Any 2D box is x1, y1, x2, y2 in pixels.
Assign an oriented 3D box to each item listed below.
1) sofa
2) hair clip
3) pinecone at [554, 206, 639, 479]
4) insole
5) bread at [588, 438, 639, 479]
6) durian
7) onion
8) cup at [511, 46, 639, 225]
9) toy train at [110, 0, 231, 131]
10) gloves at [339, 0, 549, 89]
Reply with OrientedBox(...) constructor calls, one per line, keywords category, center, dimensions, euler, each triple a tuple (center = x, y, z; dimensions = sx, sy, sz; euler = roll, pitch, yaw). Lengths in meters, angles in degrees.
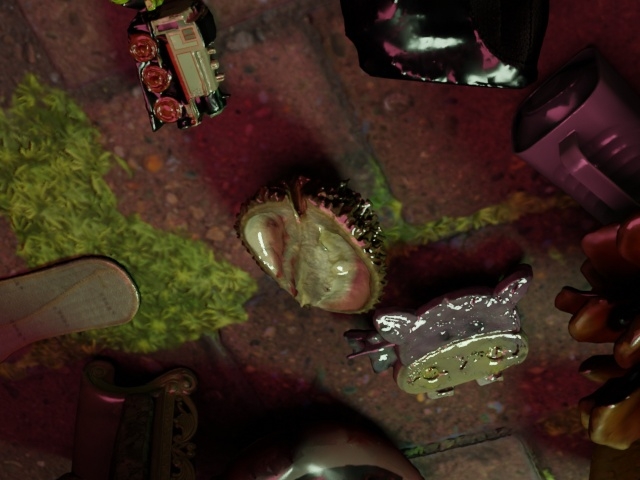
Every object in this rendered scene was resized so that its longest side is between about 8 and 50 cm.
OrientedBox(category="sofa", center=(-0.228, 0.267, 1.116), dimensions=(0.182, 0.258, 0.200), euler=(8, 125, -10))
OrientedBox(category="hair clip", center=(0.116, 0.097, 1.045), dimensions=(0.187, 0.056, 0.146), euler=(-9, 133, 5))
OrientedBox(category="pinecone", center=(0.376, 0.107, 0.796), dimensions=(0.384, 0.384, 0.384), euler=(5, 123, 8))
OrientedBox(category="insole", center=(-0.347, 0.089, 1.171), dimensions=(0.348, 0.009, 0.119), euler=(-16, 117, 20))
OrientedBox(category="bread", center=(0.358, 0.232, 1.043), dimensions=(0.229, 0.139, 0.143), euler=(-14, 120, 11))
OrientedBox(category="durian", center=(0.000, 0.000, 0.999), dimensions=(0.148, 0.091, 0.188), euler=(19, 139, 8))
OrientedBox(category="onion", center=(-0.013, 0.319, 1.158), dimensions=(0.272, 0.195, 0.272), euler=(0, 90, -15))
OrientedBox(category="cup", center=(0.229, -0.072, 0.883), dimensions=(0.129, 0.128, 0.095), euler=(38, 121, -16))
OrientedBox(category="toy train", center=(-0.140, -0.207, 0.915), dimensions=(0.085, 0.053, 0.250), euler=(-10, 120, 10))
OrientedBox(category="gloves", center=(0.087, -0.255, 0.782), dimensions=(0.197, 0.152, 0.301), euler=(2, 118, -15))
